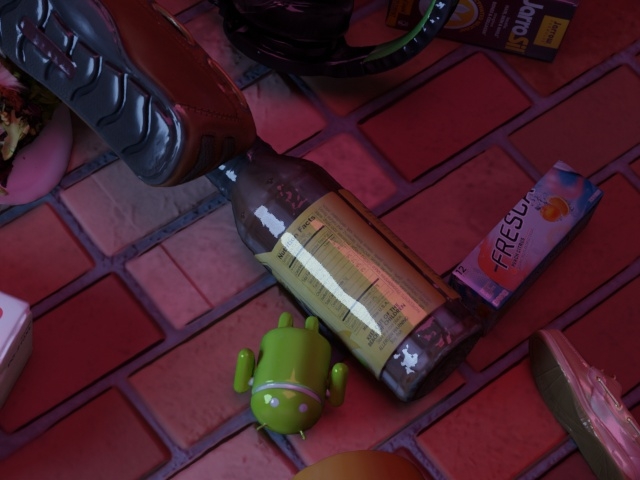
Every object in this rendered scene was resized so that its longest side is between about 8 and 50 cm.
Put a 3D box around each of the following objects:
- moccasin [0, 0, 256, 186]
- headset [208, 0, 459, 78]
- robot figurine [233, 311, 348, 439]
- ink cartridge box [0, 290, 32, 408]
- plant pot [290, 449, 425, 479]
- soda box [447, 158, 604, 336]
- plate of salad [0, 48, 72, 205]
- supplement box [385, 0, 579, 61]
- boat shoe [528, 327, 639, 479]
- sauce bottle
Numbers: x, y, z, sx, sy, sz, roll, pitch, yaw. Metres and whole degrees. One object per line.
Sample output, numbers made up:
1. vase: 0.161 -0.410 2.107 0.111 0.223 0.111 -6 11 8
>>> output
1. moccasin: -0.204 -0.210 1.495 0.380 0.139 0.147 41 35 22
2. headset: -0.057 -0.270 1.577 0.394 0.243 0.185 0 27 24
3. robot figurine: -0.026 0.124 1.442 0.101 0.067 0.115 10 60 0
4. ink cartridge box: -0.391 0.100 1.383 0.237 0.100 0.172 21 59 5
5. plant pot: 0.041 0.282 1.298 0.205 0.205 0.188 -3 46 -10
6. soda box: 0.196 0.006 1.546 0.058 0.063 0.183 38 62 14
7. plate of salad: -0.308 -0.130 1.505 0.200 0.048 0.200 26 53 -41
8. supplement box: 0.172 -0.267 1.678 0.188 0.104 0.081 13 60 -1
9. boat shoe: 0.255 0.151 1.476 0.059 0.063 0.170 -23 75 -23
10. sauce bottle: 0.000 0.000 1.495 0.111 0.111 0.344 -36 69 -25
